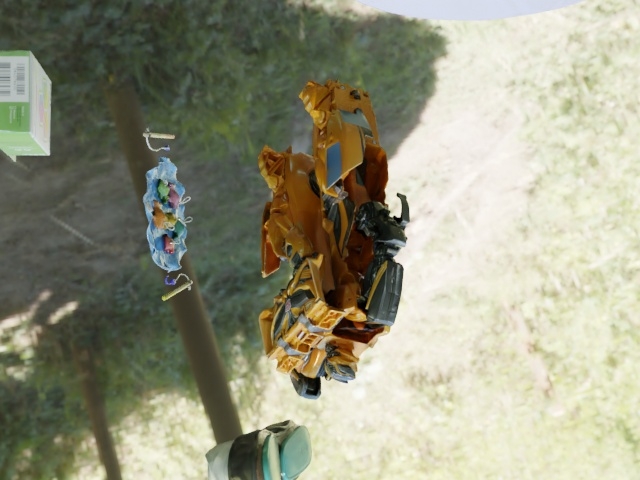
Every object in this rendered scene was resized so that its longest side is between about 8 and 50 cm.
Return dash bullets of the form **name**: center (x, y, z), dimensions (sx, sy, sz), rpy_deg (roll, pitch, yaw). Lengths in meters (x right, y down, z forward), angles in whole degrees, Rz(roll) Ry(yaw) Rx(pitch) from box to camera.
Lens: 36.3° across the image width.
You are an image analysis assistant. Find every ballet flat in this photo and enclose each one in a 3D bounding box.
- **ballet flat**: center (-0.077, 0.268, 1.145), dimensions (0.096, 0.095, 0.280), rpy_deg (-8, 172, 8)

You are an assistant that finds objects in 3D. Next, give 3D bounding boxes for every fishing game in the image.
- **fishing game**: center (-0.234, -0.043, 1.535), dimensions (0.041, 0.264, 0.189), rpy_deg (-4, -177, 10)

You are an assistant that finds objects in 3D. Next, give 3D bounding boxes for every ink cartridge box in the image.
- **ink cartridge box**: center (-0.404, -0.177, 1.324), dimensions (0.062, 0.109, 0.209), rpy_deg (0, 174, -6)

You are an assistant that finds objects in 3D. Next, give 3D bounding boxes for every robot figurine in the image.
- **robot figurine**: center (0.000, 0.000, 0.909), dimensions (0.085, 0.291, 0.211), rpy_deg (16, 137, -22)

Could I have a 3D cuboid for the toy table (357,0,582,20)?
- **toy table**: center (0.106, -0.251, 0.601), dimensions (0.274, 0.161, 0.252), rpy_deg (-2, 132, -8)
